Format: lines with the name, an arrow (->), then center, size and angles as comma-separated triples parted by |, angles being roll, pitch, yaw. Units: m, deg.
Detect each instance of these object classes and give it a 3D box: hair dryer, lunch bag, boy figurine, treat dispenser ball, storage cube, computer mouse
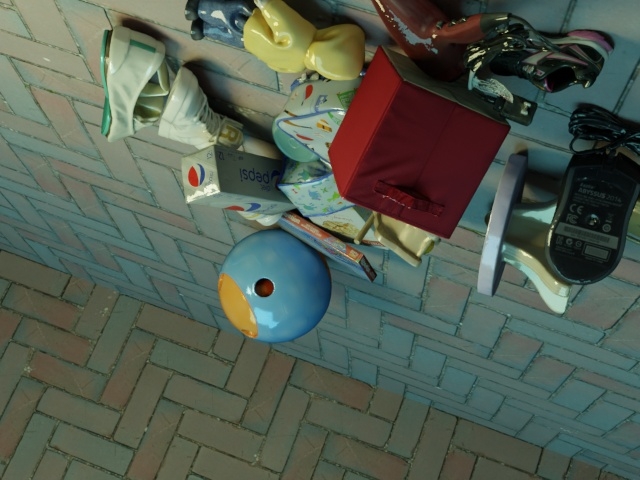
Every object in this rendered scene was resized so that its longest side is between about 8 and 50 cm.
hair dryer -> 0.187, -0.286, 1.270 | 0.293, 0.080, 0.223 | 29, 159, 16
lunch bag -> 0.009, -0.118, 1.914 | 0.151, 0.096, 0.129 | -2, 151, 31
boy figurine -> -0.066, -0.324, 1.457 | 0.285, 0.092, 0.177 | 17, 160, 12
treat dispenser ball -> -0.114, 0.114, 2.379 | 0.288, 0.288, 0.288 | 20, 161, 7
lunch bag -> 0.078, -0.185, 1.641 | 0.303, 0.115, 0.243 | 34, 160, -34
storage cube -> 0.140, -0.148, 1.401 | 0.183, 0.193, 0.215 | 20, -158, -16
computer mouse -> 0.437, -0.061, 1.463 | 0.188, 0.272, 0.072 | 20, -159, 8

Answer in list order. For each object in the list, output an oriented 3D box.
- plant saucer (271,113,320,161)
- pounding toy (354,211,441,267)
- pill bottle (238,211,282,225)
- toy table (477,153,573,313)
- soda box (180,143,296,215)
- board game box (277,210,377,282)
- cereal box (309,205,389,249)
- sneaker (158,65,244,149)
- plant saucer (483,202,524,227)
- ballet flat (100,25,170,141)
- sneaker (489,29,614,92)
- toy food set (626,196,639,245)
plant saucer -> -0.048, -0.193, 1.831 | 0.119, 0.021, 0.119 | 23, 144, 18
pounding toy -> 0.168, -0.015, 1.845 | 0.154, 0.155, 0.269 | 28, -158, -10
pill bottle -> -0.161, -0.110, 2.112 | 0.103, 0.103, 0.184 | 6, 155, 39
toy table -> 0.377, -0.003, 1.633 | 0.161, 0.252, 0.274 | 17, 137, 16
soda box -> -0.153, -0.116, 1.903 | 0.091, 0.098, 0.286 | -15, 169, 31
board game box -> 0.000, 0.000, 2.222 | 0.281, 0.027, 0.145 | 31, 171, 24
cereal box -> 0.043, -0.061, 2.102 | 0.173, 0.047, 0.240 | 10, 158, 35
sneaker -> -0.221, -0.242, 1.843 | 0.169, 0.108, 0.292 | 22, 169, -8
plant saucer -> 0.401, -0.030, 1.827 | 0.168, 0.029, 0.168 | 19, 160, 7
ballet flat -> -0.364, -0.288, 1.853 | 0.139, 0.139, 0.400 | 24, 160, -5
sneaker -> 0.304, -0.240, 1.295 | 0.178, 0.077, 0.072 | 2, 152, 46
toy food set -> 0.565, -0.038, 1.627 | 0.132, 0.038, 0.192 | 25, 167, 13
